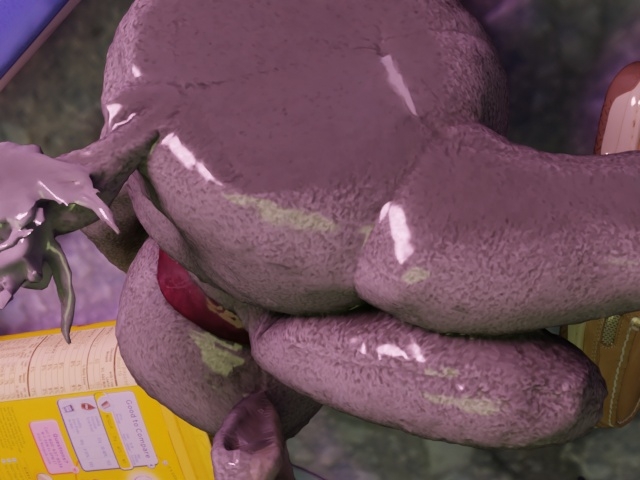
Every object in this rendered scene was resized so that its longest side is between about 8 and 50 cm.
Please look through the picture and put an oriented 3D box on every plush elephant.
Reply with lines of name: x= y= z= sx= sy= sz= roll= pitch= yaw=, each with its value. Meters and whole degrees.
plush elephant: x=0.000 y=0.000 z=0.505 sx=0.330 sy=0.255 sz=0.272 roll=-19 pitch=67 yaw=-12

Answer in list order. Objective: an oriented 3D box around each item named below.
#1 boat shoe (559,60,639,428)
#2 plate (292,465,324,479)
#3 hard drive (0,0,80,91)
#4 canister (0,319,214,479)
boat shoe: x=0.162 y=0.014 z=0.544 sx=0.072 sy=0.068 sz=0.190 roll=18 pitch=120 yaw=31
plate: x=-0.044 y=0.226 z=0.711 sx=0.188 sy=0.024 sz=0.188 roll=3 pitch=105 yaw=10
hard drive: x=-0.164 y=-0.205 z=0.500 sx=0.210 sy=0.040 sz=0.318 roll=46 pitch=118 yaw=-8
canister: x=-0.129 y=0.106 z=0.668 sx=0.170 sy=0.073 sz=0.126 roll=-9 pitch=111 yaw=19
